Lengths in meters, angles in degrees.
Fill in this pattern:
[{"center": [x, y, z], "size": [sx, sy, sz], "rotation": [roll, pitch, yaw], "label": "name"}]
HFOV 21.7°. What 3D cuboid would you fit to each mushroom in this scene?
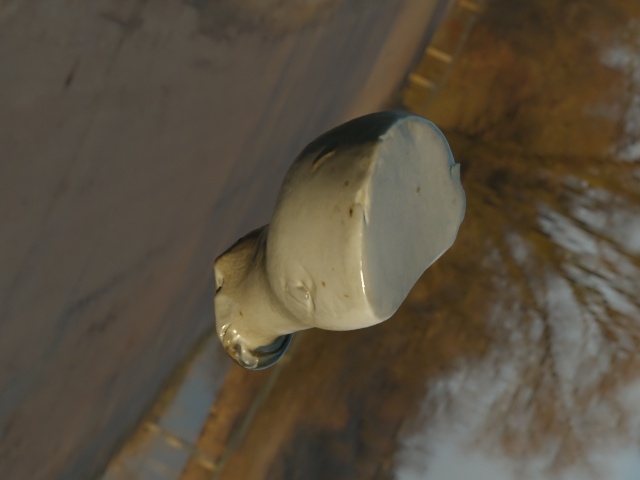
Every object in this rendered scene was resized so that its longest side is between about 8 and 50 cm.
[{"center": [0.000, 0.000, 0.887], "size": [0.225, 0.093, 0.116], "rotation": [-19, -138, 62], "label": "mushroom"}]
